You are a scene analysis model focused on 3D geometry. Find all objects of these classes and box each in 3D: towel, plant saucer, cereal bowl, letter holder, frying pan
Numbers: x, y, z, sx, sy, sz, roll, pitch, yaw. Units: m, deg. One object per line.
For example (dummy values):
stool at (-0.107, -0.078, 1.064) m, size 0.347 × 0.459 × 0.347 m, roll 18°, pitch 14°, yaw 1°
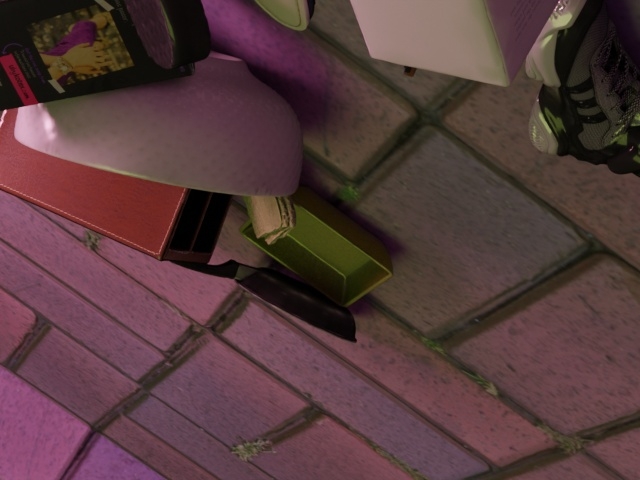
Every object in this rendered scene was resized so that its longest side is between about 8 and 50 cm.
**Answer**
towel at (-0.074, -0.072, 1.923) m, size 0.110 × 0.027 × 0.148 m, roll -28°, pitch 81°, yaw 64°
plant saucer at (0.000, 0.000, 2.025) m, size 0.188 × 0.045 × 0.188 m, roll 36°, pitch 154°, yaw -7°
cereal bowl at (-0.176, -0.155, 1.737) m, size 0.339 × 0.141 × 0.339 m, roll 12°, pitch -170°, yaw -2°
letter holder at (-0.271, -0.122, 2.032) m, size 0.302 × 0.214 × 0.152 m, roll 22°, pitch -175°, yaw 20°
frying pan at (-0.087, 0.061, 2.158) m, size 0.326 × 0.053 × 0.197 m, roll 28°, pitch -178°, yaw 6°

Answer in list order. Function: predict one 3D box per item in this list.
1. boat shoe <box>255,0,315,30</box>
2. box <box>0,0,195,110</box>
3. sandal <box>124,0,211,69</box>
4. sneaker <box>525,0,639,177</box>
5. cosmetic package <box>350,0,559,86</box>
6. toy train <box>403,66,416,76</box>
boat shoe at (-0.055, -0.318, 1.473) m, size 0.095 × 0.079 × 0.254 m, roll 14°, pitch 147°, yaw 39°
box at (-0.280, -0.252, 1.589) m, size 0.270 × 0.165 × 0.143 m, roll -10°, pitch 135°, yaw 1°
sandal at (-0.174, -0.383, 1.392) m, size 0.167 × 0.107 × 0.445 m, roll 28°, pitch 139°, yaw 63°
sneaker at (0.276, -0.146, 1.381) m, size 0.153 × 0.101 × 0.268 m, roll 24°, pitch 160°, yaw 17°
cosmetic package at (0.115, -0.283, 1.164) m, size 0.138 × 0.224 × 0.224 m, roll 16°, pitch 150°, yaw 32°
toy train at (0.110, -0.225, 1.453) m, size 0.105 × 0.080 × 0.184 m, roll 24°, pitch 154°, yaw 5°
